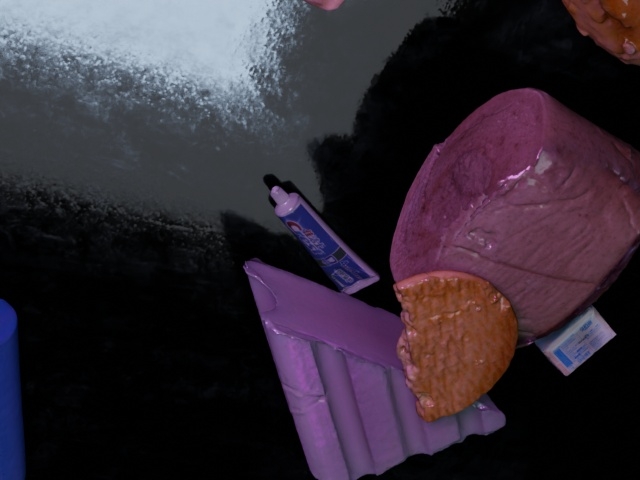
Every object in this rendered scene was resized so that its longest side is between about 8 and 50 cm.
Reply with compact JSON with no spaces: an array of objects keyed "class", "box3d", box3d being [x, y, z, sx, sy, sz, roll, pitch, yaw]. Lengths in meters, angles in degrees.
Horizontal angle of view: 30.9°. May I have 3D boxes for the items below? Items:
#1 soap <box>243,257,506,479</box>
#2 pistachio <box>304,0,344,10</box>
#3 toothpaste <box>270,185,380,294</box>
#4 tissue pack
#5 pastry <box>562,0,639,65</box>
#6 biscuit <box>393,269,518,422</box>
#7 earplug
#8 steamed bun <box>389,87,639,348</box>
[{"class":"soap","box3d":[0.070,0.135,1.441,0.257,0.159,0.302,-18,126,-3]},{"class":"pistachio","box3d":[-0.018,-0.348,1.162,0.157,0.157,0.229,-29,102,0]},{"class":"toothpaste","box3d":[0.000,0.000,1.430,0.057,0.035,0.197,-28,125,21]},{"class":"tissue pack","box3d":[0.345,0.130,1.587,0.094,0.059,0.074,-42,119,7]},{"class":"pastry","box3d":[0.374,-0.343,1.274,0.284,0.184,0.316,-39,120,-2]},{"class":"biscuit","box3d":[0.158,0.112,1.340,0.144,0.033,0.224,-19,129,-3]},{"class":"earplug","box3d":[-0.411,0.211,1.368,0.132,0.132,0.273,-7,122,-13]},{"class":"steamed bun","box3d":[0.232,-0.037,1.385,0.251,0.199,0.301,22,124,-30]}]
